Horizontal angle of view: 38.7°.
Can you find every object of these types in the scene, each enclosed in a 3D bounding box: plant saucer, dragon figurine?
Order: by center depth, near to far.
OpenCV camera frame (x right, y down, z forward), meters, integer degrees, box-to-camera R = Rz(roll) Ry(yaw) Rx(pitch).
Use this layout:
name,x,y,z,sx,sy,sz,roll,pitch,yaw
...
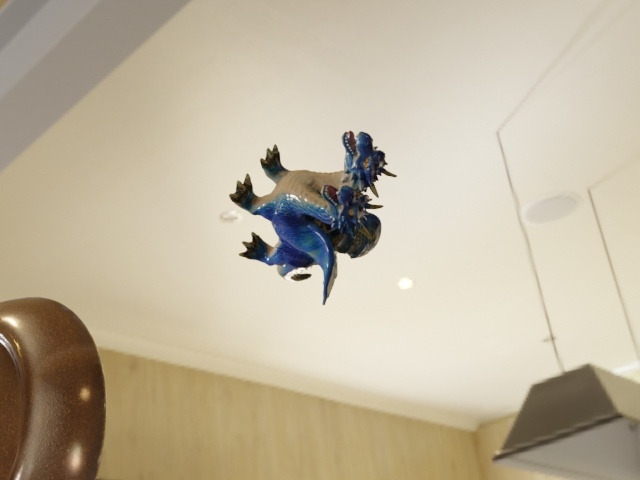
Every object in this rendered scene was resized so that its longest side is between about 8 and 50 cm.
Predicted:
name,x,y,z,sx,sy,sz,roll,pitch,yaw
plant saucer,-0.304,0.185,0.756,0.310,0.311,0.050,-24,-36,28
dragon figurine,0.000,0.000,0.867,0.144,0.085,0.289,29,-31,22
